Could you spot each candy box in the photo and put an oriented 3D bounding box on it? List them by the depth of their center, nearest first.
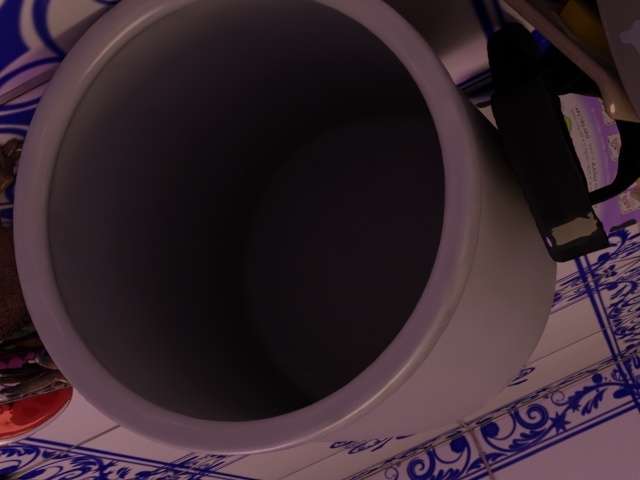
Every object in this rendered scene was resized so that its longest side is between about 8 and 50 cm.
[{"bbox_3d":[0.237,-0.082,1.374,0.196,0.165,0.070,-17,-166,-18],"label":"candy box"}]

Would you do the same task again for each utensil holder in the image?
[{"bbox_3d":[0.000,0.000,1.075,0.327,0.328,0.385,-28,164,13],"label":"utensil holder"}]

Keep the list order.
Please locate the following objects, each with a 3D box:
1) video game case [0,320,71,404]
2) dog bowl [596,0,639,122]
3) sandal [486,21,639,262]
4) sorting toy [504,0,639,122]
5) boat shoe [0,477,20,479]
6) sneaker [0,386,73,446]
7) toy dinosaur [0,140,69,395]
[{"bbox_3d":[-0.267,0.087,1.250,0.210,0.042,0.232,-14,-165,-27],"label":"video game case"},{"bbox_3d":[0.314,-0.158,1.005,0.102,0.349,0.348,-20,168,37],"label":"dog bowl"},{"bbox_3d":[0.208,-0.088,1.097,0.107,0.168,0.446,-22,-168,12],"label":"sandal"},{"bbox_3d":[0.199,-0.167,1.028,0.193,0.208,0.038,0,136,-52],"label":"sorting toy"},{"bbox_3d":[-0.518,0.421,2.041,0.068,0.081,0.228,3,141,-49],"label":"boat shoe"},{"bbox_3d":[-0.371,0.173,1.493,0.221,0.087,0.128,-18,163,-20],"label":"sneaker"},{"bbox_3d":[-0.282,0.058,1.079,0.295,0.200,0.127,-18,162,-13],"label":"toy dinosaur"}]
